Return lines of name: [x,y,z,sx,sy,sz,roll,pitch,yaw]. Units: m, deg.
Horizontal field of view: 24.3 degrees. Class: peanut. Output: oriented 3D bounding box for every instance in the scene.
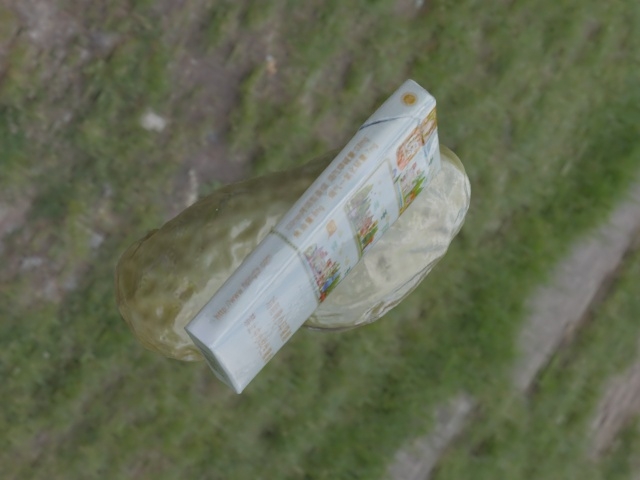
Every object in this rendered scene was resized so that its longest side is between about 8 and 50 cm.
peanut: [-0.022,0.011,1.244,0.313,0.152,0.152,-17,151,0]

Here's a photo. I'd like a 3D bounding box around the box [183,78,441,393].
box: [0.001,0.001,1.000,0.220,0.032,0.122,-48,161,-11]
